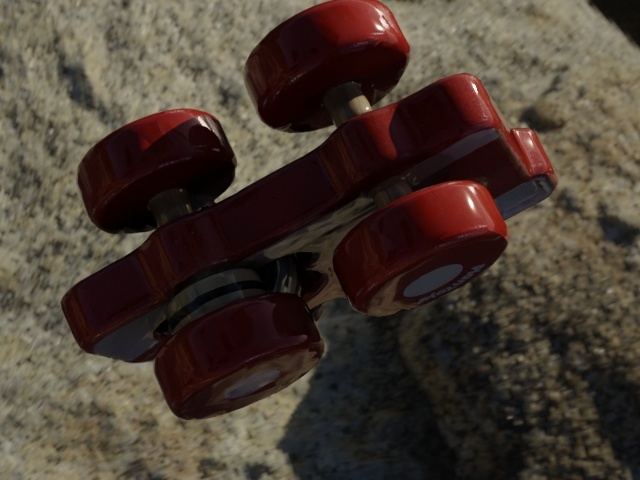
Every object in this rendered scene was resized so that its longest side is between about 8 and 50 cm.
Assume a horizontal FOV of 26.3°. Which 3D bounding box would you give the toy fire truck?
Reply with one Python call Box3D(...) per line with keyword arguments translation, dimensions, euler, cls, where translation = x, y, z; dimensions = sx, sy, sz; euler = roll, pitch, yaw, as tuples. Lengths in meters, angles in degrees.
Box3D(translation=(0.000, 0.000, 0.882), dimensions=(0.302, 0.254, 0.169), euler=(-30, 70, 11), cls="toy fire truck")
